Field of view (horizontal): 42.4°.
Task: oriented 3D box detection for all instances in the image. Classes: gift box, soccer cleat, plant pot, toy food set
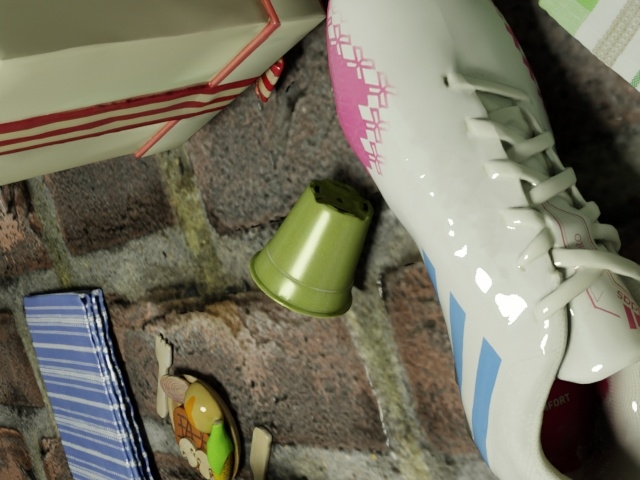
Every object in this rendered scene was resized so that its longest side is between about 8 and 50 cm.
[{"bbox_3d":[-0.181,-0.189,0.574,0.276,0.258,0.255,-20,91,52],"label":"gift box"},{"bbox_3d":[0.108,-0.004,0.428,0.331,0.116,0.143,68,162,-11],"label":"soccer cleat"},{"bbox_3d":[0.000,0.000,0.602,0.083,0.083,0.079,42,123,29],"label":"plant pot"},{"bbox_3d":[-0.131,0.197,0.864,0.192,0.038,0.132,33,129,36],"label":"toy food set"}]

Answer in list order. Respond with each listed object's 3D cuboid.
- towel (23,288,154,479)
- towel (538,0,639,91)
[{"bbox_3d":[-0.296,0.226,1.079,0.243,0.040,0.336,-8,98,52],"label":"towel"},{"bbox_3d":[0.184,-0.112,0.381,0.152,0.023,0.113,52,136,23],"label":"towel"}]
